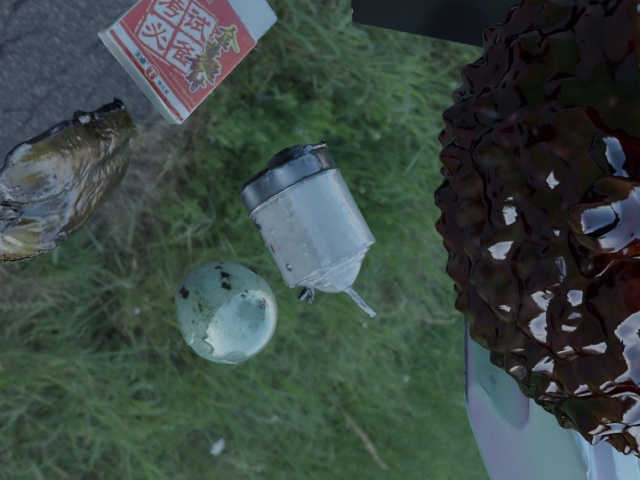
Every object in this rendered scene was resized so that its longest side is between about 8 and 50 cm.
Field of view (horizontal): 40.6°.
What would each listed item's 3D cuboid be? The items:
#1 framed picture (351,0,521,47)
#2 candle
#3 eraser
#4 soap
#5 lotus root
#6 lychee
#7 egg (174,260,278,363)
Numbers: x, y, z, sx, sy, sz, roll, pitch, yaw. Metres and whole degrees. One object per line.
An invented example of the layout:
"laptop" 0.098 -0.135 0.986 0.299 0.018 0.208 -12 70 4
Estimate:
"framed picture" 0.196 -0.471 1.507 0.014 0.339 0.255 -48 144 -39
"candle" 0.000 0.000 1.524 0.187 0.330 0.187 -28 178 -1
"eraser" -0.175 -0.294 1.186 0.230 0.038 0.157 -51 123 -23
"soap" 0.300 0.129 0.982 0.261 0.446 0.156 19 148 -25
"lotus root" -0.282 -0.068 1.013 0.167 0.078 0.329 -57 -178 28
"lychee" 0.285 -0.031 0.666 0.500 0.424 0.424 -17 134 -60
"egg" -0.129 0.090 1.110 0.131 0.164 0.131 -10 105 -37
